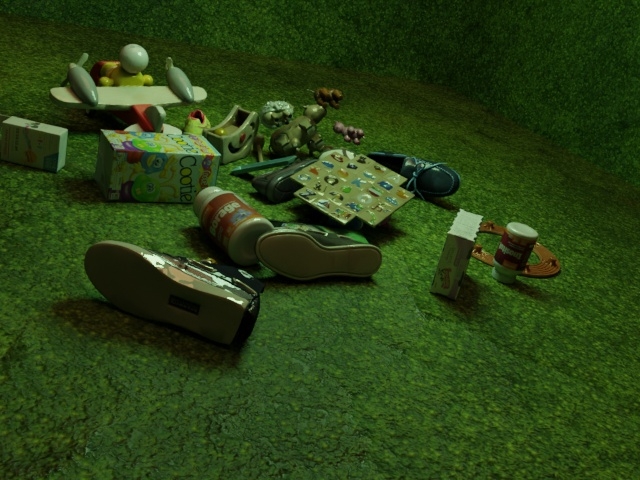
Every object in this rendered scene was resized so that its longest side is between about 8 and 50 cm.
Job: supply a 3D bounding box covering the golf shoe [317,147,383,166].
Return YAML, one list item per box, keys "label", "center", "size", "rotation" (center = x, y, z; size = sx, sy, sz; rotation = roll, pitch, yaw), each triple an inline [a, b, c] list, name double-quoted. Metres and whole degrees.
- label: "golf shoe"
  center: [0.103, -0.215, 2.205]
  size: [0.273, 0.105, 0.120]
  rotation: [22, 32, 16]

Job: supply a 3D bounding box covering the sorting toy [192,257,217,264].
- label: "sorting toy"
  center: [-0.249, 0.064, 1.450]
  size: [0.061, 0.042, 0.102]
  rotation: [19, 24, 8]

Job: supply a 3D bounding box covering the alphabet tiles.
- label: "alphabet tiles"
  center: [0.091, -0.149, 1.934]
  size: [0.285, 0.011, 0.343]
  rotation: [31, 40, 21]

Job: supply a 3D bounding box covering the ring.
- label: "ring"
  center: [0.553, 0.014, 2.060]
  size: [0.337, 0.032, 0.336]
  rotation: [13, 23, -6]

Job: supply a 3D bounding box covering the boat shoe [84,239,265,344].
- label: "boat shoe"
  center: [-0.268, 0.083, 1.325]
  size: [0.341, 0.127, 0.158]
  rotation: [26, 18, 3]

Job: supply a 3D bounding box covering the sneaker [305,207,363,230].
- label: "sneaker"
  center: [0.034, -0.053, 1.853]
  size: [0.152, 0.058, 0.084]
  rotation: [18, 18, 15]

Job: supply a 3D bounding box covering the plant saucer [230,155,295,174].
- label: "plant saucer"
  center: [-0.169, -0.222, 2.050]
  size: [0.192, 0.018, 0.067]
  rotation: [-7, 16, 22]

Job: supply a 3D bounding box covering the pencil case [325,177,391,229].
- label: "pencil case"
  center: [0.100, -0.109, 1.975]
  size: [0.237, 0.104, 0.104]
  rotation: [17, 24, 3]

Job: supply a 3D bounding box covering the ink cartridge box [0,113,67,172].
- label: "ink cartridge box"
  center: [-0.745, -0.248, 1.753]
  size: [0.182, 0.104, 0.061]
  rotation: [12, 24, -5]

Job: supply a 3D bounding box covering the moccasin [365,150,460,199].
- label: "moccasin"
  center: [0.293, -0.215, 2.301]
  size: [0.342, 0.137, 0.117]
  rotation: [16, 7, 34]

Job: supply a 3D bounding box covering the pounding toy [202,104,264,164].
- label: "pounding toy"
  center: [-0.238, -0.326, 2.169]
  size: [0.155, 0.154, 0.269]
  rotation: [23, 25, 18]

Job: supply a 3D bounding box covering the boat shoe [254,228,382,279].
- label: "boat shoe"
  center: [-0.014, 0.032, 1.602]
  size: [0.335, 0.112, 0.095]
  rotation: [7, 7, -31]

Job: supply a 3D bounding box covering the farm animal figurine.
- label: "farm animal figurine"
  center: [-0.030, -0.363, 2.310]
  size: [0.327, 0.330, 0.172]
  rotation: [-23, 39, -12]

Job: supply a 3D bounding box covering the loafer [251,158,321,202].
- label: "loafer"
  center: [-0.081, -0.190, 2.037]
  size: [0.095, 0.109, 0.303]
  rotation: [24, 28, 28]

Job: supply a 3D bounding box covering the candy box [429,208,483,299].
- label: "candy box"
  center: [0.341, 0.032, 1.725]
  size: [0.070, 0.164, 0.196]
  rotation: [19, 25, 12]

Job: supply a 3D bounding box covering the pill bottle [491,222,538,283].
- label: "pill bottle"
  center: [0.512, 0.035, 1.837]
  size: [0.086, 0.151, 0.086]
  rotation: [13, 24, -6]

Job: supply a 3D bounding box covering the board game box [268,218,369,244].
- label: "board game box"
  center: [0.000, 0.000, 1.759]
  size: [0.260, 0.030, 0.136]
  rotation: [7, 23, -18]

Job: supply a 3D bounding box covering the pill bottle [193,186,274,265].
- label: "pill bottle"
  center: [-0.208, -0.041, 1.608]
  size: [0.121, 0.121, 0.216]
  rotation: [-5, 31, -39]

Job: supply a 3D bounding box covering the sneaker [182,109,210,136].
- label: "sneaker"
  center: [-0.403, -0.391, 2.286]
  size: [0.082, 0.094, 0.208]
  rotation: [11, 23, -6]

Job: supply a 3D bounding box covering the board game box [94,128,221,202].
- label: "board game box"
  center: [-0.418, -0.189, 1.776]
  size: [0.275, 0.142, 0.144]
  rotation: [-1, 29, -32]

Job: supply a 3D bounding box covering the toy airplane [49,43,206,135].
- label: "toy airplane"
  center: [-0.570, -0.452, 2.096]
  size: [0.385, 0.272, 0.386]
  rotation: [14, 26, -1]
